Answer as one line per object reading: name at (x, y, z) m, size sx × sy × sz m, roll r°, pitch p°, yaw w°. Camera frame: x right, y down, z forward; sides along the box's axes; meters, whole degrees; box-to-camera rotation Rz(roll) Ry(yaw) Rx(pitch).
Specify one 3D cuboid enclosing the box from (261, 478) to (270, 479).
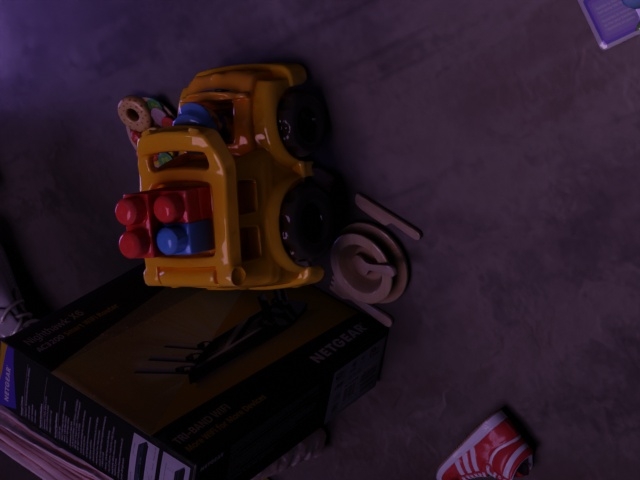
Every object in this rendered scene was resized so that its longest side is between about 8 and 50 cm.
box at (-0.087, 0.308, 1.904) m, size 0.232 × 0.058 × 0.087 m, roll 30°, pitch 132°, yaw 24°

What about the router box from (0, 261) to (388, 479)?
router box at (-0.120, 0.121, 1.640) m, size 0.243 × 0.309 × 0.081 m, roll 28°, pitch 126°, yaw 25°

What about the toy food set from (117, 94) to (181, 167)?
toy food set at (-0.175, -0.112, 1.756) m, size 0.082 × 0.020 × 0.083 m, roll 13°, pitch 122°, yaw 35°

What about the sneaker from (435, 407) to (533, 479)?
sneaker at (0.163, 0.222, 1.648) m, size 0.067 × 0.042 × 0.118 m, roll 48°, pitch 134°, yaw 13°

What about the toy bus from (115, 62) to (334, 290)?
toy bus at (-0.107, -0.055, 1.572) m, size 0.149 × 0.211 × 0.220 m, roll 0°, pitch 95°, yaw 37°

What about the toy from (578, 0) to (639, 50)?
toy at (0.210, -0.271, 1.303) m, size 0.137 × 0.056 × 0.237 m, roll -24°, pitch 98°, yaw 45°

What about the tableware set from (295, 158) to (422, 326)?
tableware set at (0.000, 0.000, 1.658) m, size 0.194 × 0.039 × 0.128 m, roll 33°, pitch 132°, yaw 21°

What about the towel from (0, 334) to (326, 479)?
towel at (-0.202, 0.172, 1.739) m, size 0.317 × 0.332 × 0.053 m, roll 28°, pitch 111°, yaw 28°

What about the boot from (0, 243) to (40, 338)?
boot at (-0.355, 0.099, 2.001) m, size 0.123 × 0.095 × 0.258 m, roll 12°, pitch 130°, yaw 29°
